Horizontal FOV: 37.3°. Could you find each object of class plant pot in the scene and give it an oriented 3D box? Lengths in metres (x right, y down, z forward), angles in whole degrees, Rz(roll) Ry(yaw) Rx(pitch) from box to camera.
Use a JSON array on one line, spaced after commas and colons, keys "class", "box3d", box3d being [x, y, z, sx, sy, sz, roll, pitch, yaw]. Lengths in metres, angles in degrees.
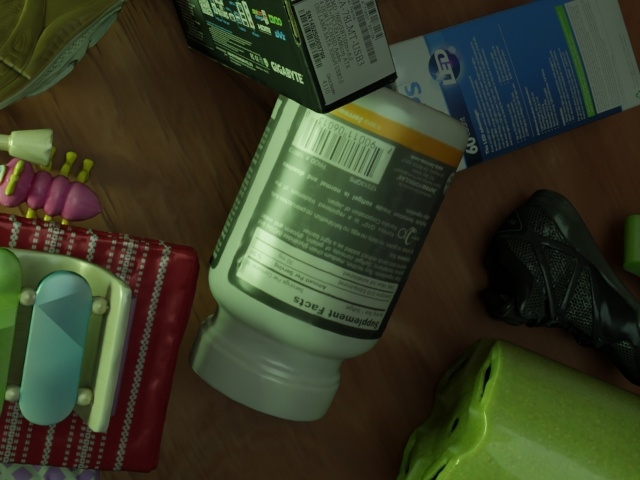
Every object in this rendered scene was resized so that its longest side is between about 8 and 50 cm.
[{"class": "plant pot", "box3d": [0.218, 0.224, 0.866, 0.254, 0.276, 0.276, 29, 80, -5]}]

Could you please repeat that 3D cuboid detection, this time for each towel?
[{"class": "towel", "box3d": [-0.241, 0.079, 0.752, 0.274, 0.031, 0.199, 11, 93, -23]}]

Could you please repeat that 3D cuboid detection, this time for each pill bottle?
[{"class": "pill bottle", "box3d": [0.000, 0.000, 0.807, 0.162, 0.162, 0.278, 21, 100, -17]}]

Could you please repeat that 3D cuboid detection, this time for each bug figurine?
[{"class": "bug figurine", "box3d": [-0.297, 0.002, 0.776, 0.216, 0.072, 0.279, 14, 85, -18]}]

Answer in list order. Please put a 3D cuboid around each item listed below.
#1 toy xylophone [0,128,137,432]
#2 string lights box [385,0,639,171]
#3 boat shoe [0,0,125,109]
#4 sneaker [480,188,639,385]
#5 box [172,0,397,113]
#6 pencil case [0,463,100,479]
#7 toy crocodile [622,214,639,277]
[{"class": "toy xylophone", "box3d": [-0.293, 0.032, 0.656, 0.322, 0.081, 0.236, -1, 103, -21]}, {"class": "string lights box", "box3d": [0.181, -0.156, 0.935, 0.259, 0.077, 0.133, -20, 95, -18]}, {"class": "boat shoe", "box3d": [-0.248, -0.151, 0.765, 0.098, 0.096, 0.277, 46, 63, 3]}, {"class": "sneaker", "box3d": [0.244, 0.074, 0.951, 0.130, 0.087, 0.227, -39, 98, -13]}, {"class": "box", "box3d": [-0.074, -0.264, 0.693, 0.073, 0.295, 0.293, -26, 119, -16]}, {"class": "pencil case", "box3d": [-0.278, 0.220, 0.771, 0.206, 0.088, 0.086, 5, 86, -18]}, {"class": "toy crocodile", "box3d": [0.461, 0.061, 1.019, 0.340, 0.105, 0.115, 19, 56, -17]}]
